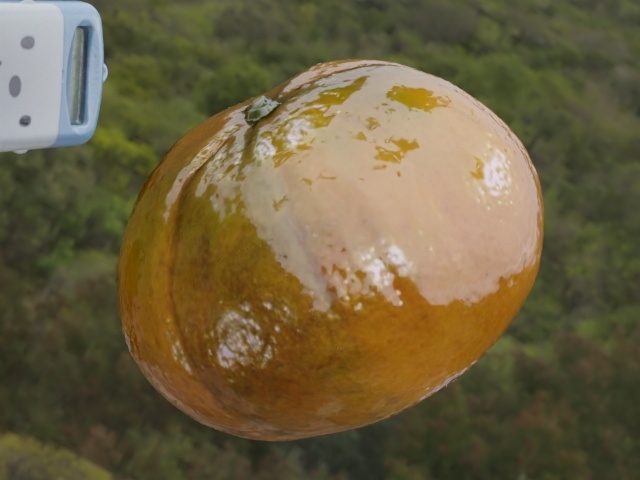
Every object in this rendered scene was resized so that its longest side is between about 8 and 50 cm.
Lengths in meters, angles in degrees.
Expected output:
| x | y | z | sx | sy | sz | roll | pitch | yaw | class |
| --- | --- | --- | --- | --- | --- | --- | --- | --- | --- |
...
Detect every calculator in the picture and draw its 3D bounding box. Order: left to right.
| x | y | z | sx | sy | sz | roll | pitch | yaw | class |
| --- | --- | --- | --- | --- | --- | --- | --- | --- | --- |
| -0.240 | -0.129 | 1.349 | 0.039 | 0.121 | 0.210 | 14 | 14 | 34 | calculator |

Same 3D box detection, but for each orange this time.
| x | y | z | sx | sy | sz | roll | pitch | yaw | class |
| --- | --- | --- | --- | --- | --- | --- | --- | --- | --- |
| 0.000 | 0.000 | 0.927 | 0.171 | 0.240 | 0.240 | 58 | 14 | -21 | orange |
